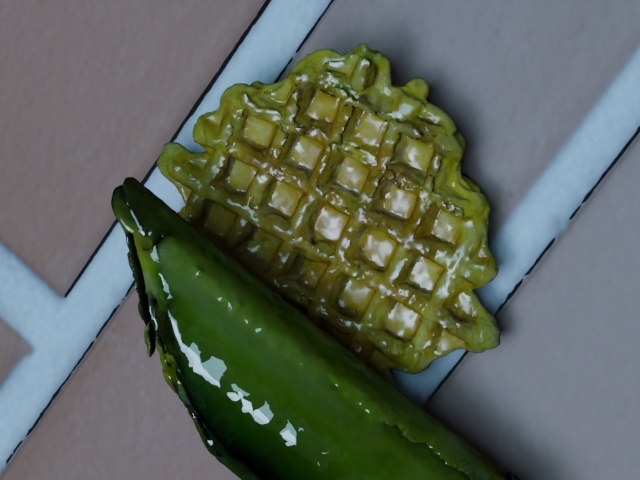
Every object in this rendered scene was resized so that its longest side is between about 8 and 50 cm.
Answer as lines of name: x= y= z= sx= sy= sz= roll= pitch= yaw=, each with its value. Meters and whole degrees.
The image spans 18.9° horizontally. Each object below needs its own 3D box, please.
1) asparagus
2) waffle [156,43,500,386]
asparagus: x=-0.010 y=0.119 z=1.244 sx=0.382 sy=0.108 sz=0.128 roll=40 pitch=131 yaw=-1
waffle: x=0.000 y=0.000 z=1.288 sx=0.238 sy=0.059 sz=0.243 roll=-15 pitch=94 yaw=23
